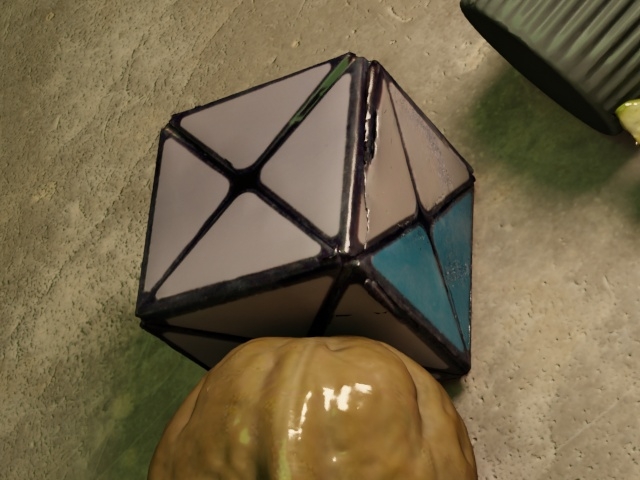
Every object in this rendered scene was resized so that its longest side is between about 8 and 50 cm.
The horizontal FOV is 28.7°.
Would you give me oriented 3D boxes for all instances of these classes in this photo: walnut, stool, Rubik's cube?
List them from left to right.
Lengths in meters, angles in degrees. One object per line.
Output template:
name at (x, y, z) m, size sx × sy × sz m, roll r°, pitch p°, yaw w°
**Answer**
walnut at (-0.010, 0.280, 1.311) m, size 0.381 × 0.381 × 0.381 m, roll -17°, pitch 55°, yaw 26°
Rubik's cube at (0.000, 0.000, 1.491) m, size 0.310 × 0.305 × 0.307 m, roll -15°, pitch 53°, yaw 30°
stool at (0.356, -0.322, 1.449) m, size 0.330 × 0.297 × 0.297 m, roll -49°, pitch 48°, yaw 6°

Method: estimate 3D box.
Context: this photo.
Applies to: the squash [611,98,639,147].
squash at (0.491, -0.143, 1.346) m, size 0.288 × 0.111 × 0.203 m, roll -35°, pitch 92°, yaw 18°
